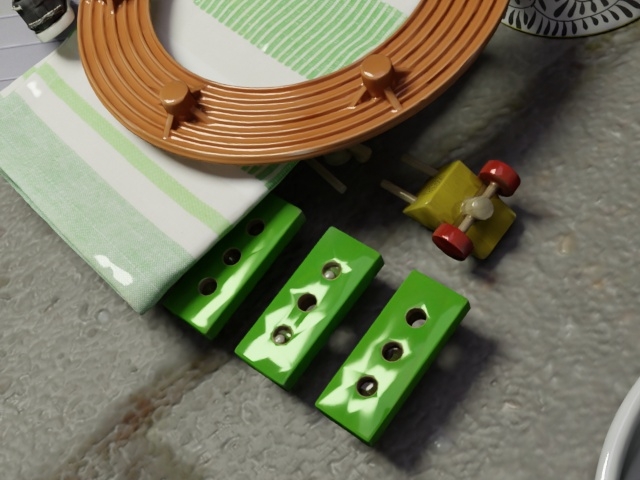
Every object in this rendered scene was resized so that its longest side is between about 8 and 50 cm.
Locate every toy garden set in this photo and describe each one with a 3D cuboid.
[{"bbox_3d":[0.000,0.000,0.618,0.244,0.049,0.204,30,73,29],"label":"toy garden set"}]

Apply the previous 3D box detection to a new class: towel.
[{"bbox_3d":[-0.091,-0.133,0.660,0.248,0.038,0.325,38,76,29],"label":"towel"}]

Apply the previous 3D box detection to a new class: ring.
[{"bbox_3d":[-0.026,-0.204,0.643,0.337,0.032,0.336,-6,60,11],"label":"ring"}]

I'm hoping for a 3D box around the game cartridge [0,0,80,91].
[{"bbox_3d":[-0.151,-0.196,0.767,0.355,0.068,0.230,-4,56,13],"label":"game cartridge"}]

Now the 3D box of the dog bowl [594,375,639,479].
[{"bbox_3d":[0.265,0.157,0.418,0.265,0.104,0.265,-7,58,11],"label":"dog bowl"}]

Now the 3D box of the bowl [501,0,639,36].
[{"bbox_3d":[0.197,-0.249,0.690,0.170,0.080,0.170,-6,59,11],"label":"bowl"}]

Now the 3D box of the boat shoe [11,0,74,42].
[{"bbox_3d":[-0.228,-0.194,0.710,0.046,0.038,0.125,-35,34,1],"label":"boat shoe"}]
